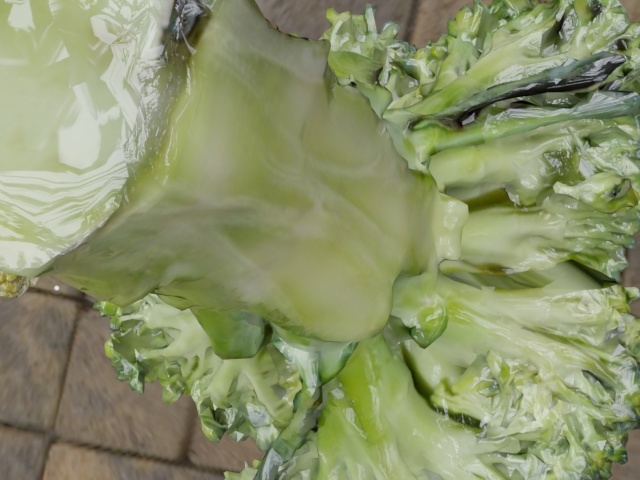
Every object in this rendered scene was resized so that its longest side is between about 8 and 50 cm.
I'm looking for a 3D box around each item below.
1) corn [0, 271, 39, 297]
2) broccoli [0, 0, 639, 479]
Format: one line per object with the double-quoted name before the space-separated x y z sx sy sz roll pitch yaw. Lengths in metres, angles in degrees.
"corn" -0.452 -0.012 1.824 0.288 0.086 0.086 25 85 -14
"broccoli" -0.016 0.015 0.558 0.221 0.361 0.252 43 116 23
